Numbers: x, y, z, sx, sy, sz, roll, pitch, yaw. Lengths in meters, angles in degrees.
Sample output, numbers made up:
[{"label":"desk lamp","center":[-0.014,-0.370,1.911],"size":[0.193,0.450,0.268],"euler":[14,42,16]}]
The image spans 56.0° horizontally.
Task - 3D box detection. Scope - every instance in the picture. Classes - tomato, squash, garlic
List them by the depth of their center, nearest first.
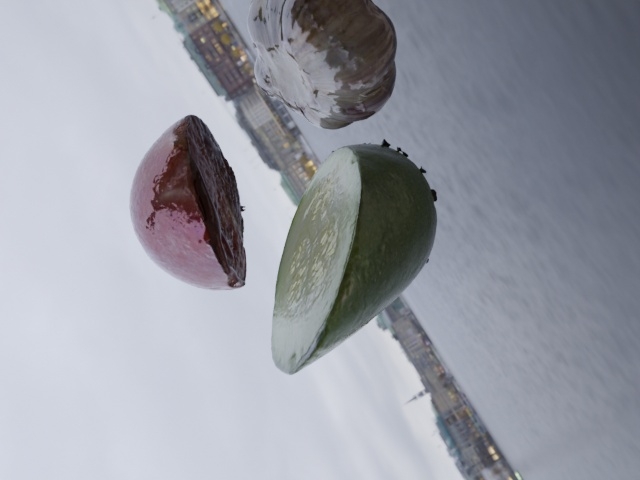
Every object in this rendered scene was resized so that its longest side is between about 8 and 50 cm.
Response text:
[{"label":"garlic","center":[0.005,-0.170,0.527],"size":[0.147,0.102,0.159],"euler":[48,162,1]},{"label":"squash","center":[0.000,0.000,0.602],"size":[0.189,0.189,0.260],"euler":[58,-146,6]},{"label":"tomato","center":[-0.242,-0.050,1.043],"size":[0.309,0.170,0.309],"euler":[-17,-90,-84]}]
